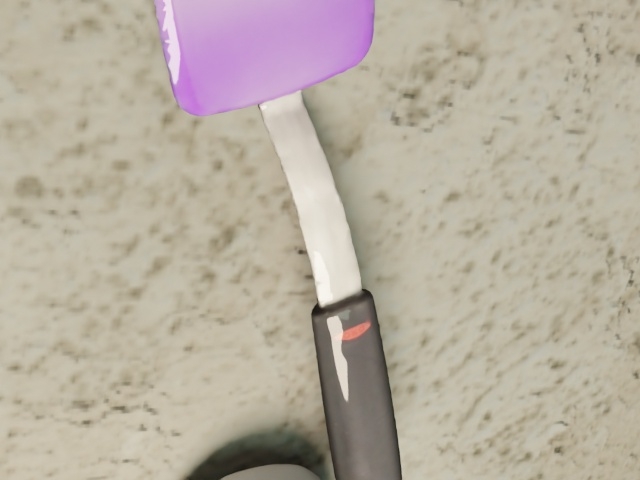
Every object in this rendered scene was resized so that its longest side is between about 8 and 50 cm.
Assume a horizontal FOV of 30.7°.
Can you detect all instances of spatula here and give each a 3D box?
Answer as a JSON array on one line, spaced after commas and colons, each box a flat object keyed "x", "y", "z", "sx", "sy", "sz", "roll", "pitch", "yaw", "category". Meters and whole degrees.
[{"x": 0.000, "y": 0.000, "z": 0.444, "sx": 0.084, "sy": 0.030, "sz": 0.296, "roll": -21, "pitch": 119, "yaw": -17, "category": "spatula"}]

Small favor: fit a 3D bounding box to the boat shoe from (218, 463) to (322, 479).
[{"x": -0.037, "y": 0.248, "z": 0.538, "sx": 0.113, "sy": 0.105, "sz": 0.306, "roll": 2, "pitch": 117, "yaw": -31, "category": "boat shoe"}]
